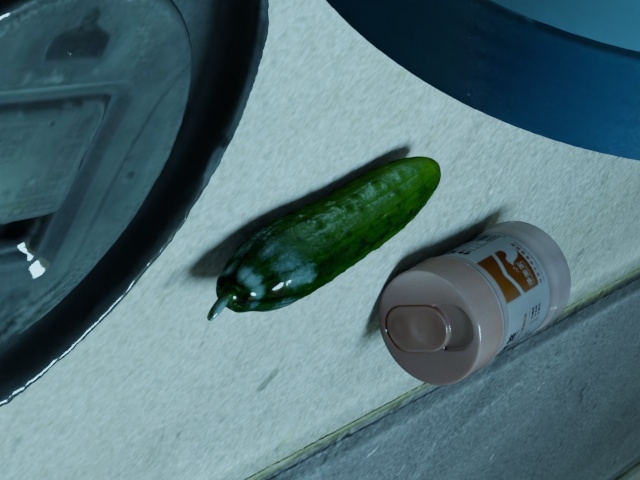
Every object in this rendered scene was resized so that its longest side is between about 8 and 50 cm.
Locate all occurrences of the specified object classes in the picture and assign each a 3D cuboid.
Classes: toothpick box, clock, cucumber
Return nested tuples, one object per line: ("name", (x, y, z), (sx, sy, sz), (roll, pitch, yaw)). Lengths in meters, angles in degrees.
("toothpick box", (0.128, 0.049, 1.399), (0.149, 0.098, 0.098), (-25, 148, -50))
("clock", (-0.153, -0.037, 0.737), (0.319, 0.066, 0.319), (-41, 158, -21))
("cucumber", (0.000, 0.000, 1.126), (0.250, 0.056, 0.056), (-30, 151, -45))

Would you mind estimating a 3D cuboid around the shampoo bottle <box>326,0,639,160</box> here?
("shampoo bottle", (0.158, -0.259, 0.614), (0.331, 0.331, 0.343), (-36, 155, -32))
